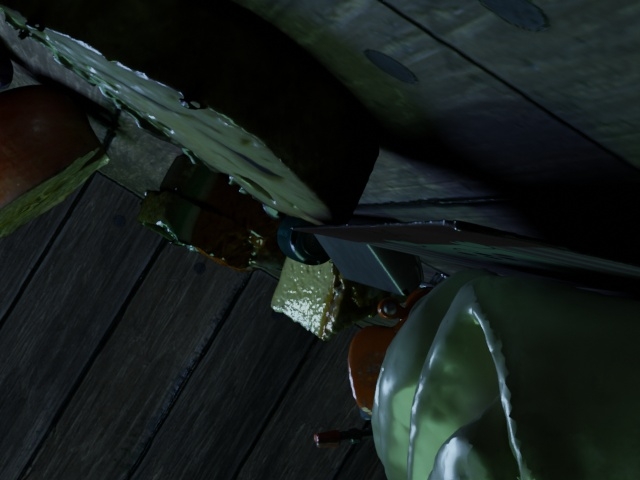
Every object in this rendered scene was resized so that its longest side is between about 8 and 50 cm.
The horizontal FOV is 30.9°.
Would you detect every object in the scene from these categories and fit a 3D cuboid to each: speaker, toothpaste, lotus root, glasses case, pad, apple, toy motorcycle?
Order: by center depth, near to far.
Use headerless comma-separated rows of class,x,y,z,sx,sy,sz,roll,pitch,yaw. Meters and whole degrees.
pad,0.112,0.013,0.665,0.202,0.005,0.300,12,177,-16
lotus root,-0.063,-0.090,0.715,0.261,0.074,0.170,35,172,-38
glasses case,0.046,0.011,1.138,0.072,0.042,0.190,63,167,-10
toy motorcycle,0.115,0.136,1.166,0.221,0.147,0.326,-2,166,-18
speaker,0.000,0.005,1.322,0.094,0.060,0.075,32,176,-17
toothpaste,-0.433,-0.245,1.460,0.075,0.048,0.301,34,173,2
apple,-0.438,-0.116,1.611,0.163,0.251,0.293,55,174,-1

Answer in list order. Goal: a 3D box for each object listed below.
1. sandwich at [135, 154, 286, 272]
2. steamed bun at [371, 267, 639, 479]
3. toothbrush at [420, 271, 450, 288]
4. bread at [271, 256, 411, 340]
sandwich,-0.145,-0.032,1.568,0.212,0.109,0.292,22,175,17
steamed bun,0.193,0.174,0.720,0.352,0.247,0.339,15,172,23
toothbrush,0.035,-0.007,1.250,0.288,0.024,0.021,31,173,20
bread,0.029,0.059,1.506,0.152,0.127,0.147,11,-170,-46
